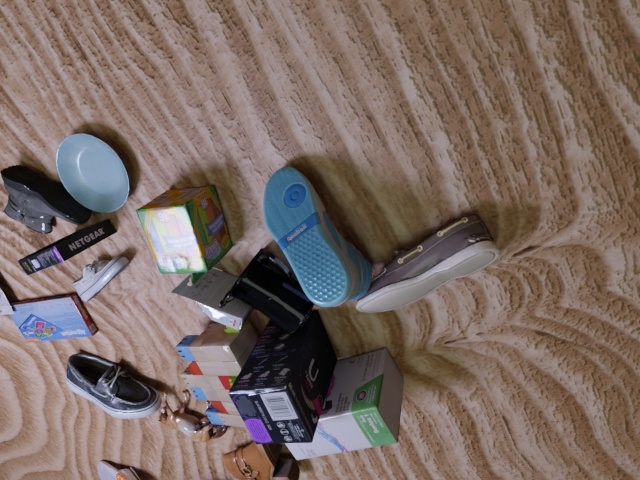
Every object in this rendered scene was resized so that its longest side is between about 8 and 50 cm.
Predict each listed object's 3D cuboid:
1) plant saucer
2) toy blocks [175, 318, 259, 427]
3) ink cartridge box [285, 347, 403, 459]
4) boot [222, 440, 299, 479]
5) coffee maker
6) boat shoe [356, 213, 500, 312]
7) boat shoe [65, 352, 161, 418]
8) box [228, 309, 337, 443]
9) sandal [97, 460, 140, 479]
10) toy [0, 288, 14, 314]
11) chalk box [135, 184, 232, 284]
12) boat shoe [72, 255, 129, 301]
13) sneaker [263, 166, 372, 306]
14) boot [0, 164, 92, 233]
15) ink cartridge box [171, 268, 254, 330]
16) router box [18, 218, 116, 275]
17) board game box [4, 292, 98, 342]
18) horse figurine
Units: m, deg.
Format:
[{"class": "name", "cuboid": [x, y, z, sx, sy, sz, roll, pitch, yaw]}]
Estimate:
[{"class": "plant saucer", "cuboid": [-0.538, -0.163, 0.996, 0.195, 0.037, 0.194, 6, 117, 13]}, {"class": "toy blocks", "cuboid": [-0.256, 0.369, 1.126, 0.261, 0.190, 0.381, -9, 114, 31]}, {"class": "ink cartridge box", "cuboid": [0.052, 0.405, 1.029, 0.278, 0.201, 0.117, -23, 107, 24]}, {"class": "boot", "cuboid": [-0.211, 0.659, 1.295, 0.220, 0.109, 0.283, -12, 119, 24]}, {"class": "coffee maker", "cuboid": [-0.113, 0.134, 0.959, 0.178, 0.171, 0.120, 34, 158, -2]}, {"class": "boat shoe", "cuboid": [0.206, 0.058, 0.877, 0.324, 0.096, 0.117, -33, 145, 30]}, {"class": "boat shoe", "cuboid": [-0.655, 0.448, 1.282, 0.335, 0.121, 0.119, 14, 123, 10]}, {"class": "box", "cuboid": [-0.073, 0.313, 0.976, 0.143, 0.270, 0.165, -12, 112, 20]}, {"class": "sandal", "cuboid": [-0.739, 0.900, 1.565, 0.265, 0.076, 0.101, 19, 106, 28]}, {"class": "toy", "cuboid": [-1.046, 0.133, 1.254, 0.137, 0.056, 0.237, -7, 107, 28]}, {"class": "chalk box", "cuboid": [-0.301, -0.004, 0.960, 0.132, 0.132, 0.213, -5, 116, 17]}, {"class": "boat shoe", "cuboid": [-0.606, 0.094, 1.115, 0.226, 0.083, 0.076, -35, 104, 27]}, {"class": "sneaker", "cuboid": [0.000, 0.000, 0.895, 0.127, 0.208, 0.318, -30, 69, 18]}, {"class": "boot", "cuboid": [-0.704, -0.077, 1.073, 0.247, 0.083, 0.161, 29, 130, 1]}, {"class": "ink cartridge box", "cuboid": [-0.247, 0.134, 1.005, 0.179, 0.145, 0.045, 17, 118, 6]}, {"class": "router box", "cuboid": [-0.621, 0.013, 1.024, 0.133, 0.179, 0.046, -17, 108, 22]}, {"class": "board game box", "cuboid": [-0.837, 0.243, 1.283, 0.281, 0.027, 0.145, -9, 111, 19]}, {"class": "horse figurine", "cuboid": [-0.404, 0.567, 1.309, 0.263, 0.066, 0.174, 16, 113, 9]}]
